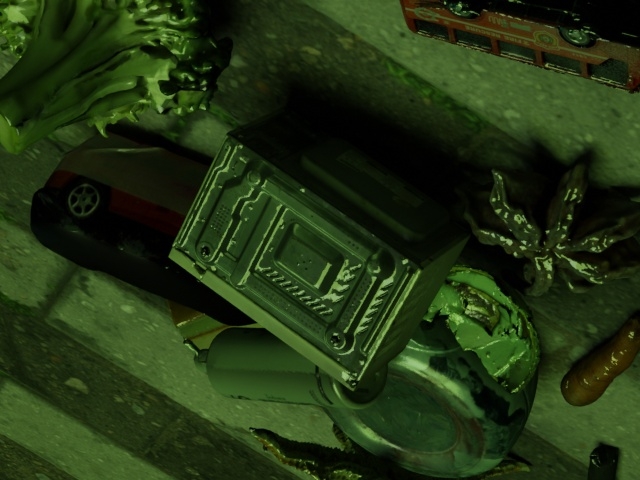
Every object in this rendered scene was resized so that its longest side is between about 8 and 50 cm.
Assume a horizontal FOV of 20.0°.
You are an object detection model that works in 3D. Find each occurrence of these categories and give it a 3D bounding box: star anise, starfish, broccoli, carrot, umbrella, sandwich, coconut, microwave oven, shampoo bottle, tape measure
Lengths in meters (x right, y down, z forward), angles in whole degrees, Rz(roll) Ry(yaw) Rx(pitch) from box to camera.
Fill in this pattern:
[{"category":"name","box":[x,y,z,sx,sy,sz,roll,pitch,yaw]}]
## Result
[{"category":"star anise","box":[0.227,-0.001,1.793,0.209,0.089,0.231,16,147,21]},{"category":"starfish","box":[0.101,0.286,2.185,0.358,0.078,0.347,26,-168,22]},{"category":"broccoli","box":[-0.219,-0.184,1.718,0.247,0.243,0.263,24,148,34]},{"category":"carrot","box":[0.311,0.133,1.980,0.047,0.047,0.191,29,150,-1]},{"category":"umbrella","box":[0.344,0.291,2.214,0.036,0.031,0.133,20,151,16]},{"category":"sandwich","box":[-0.095,0.060,2.236,0.187,0.144,0.117,-20,136,7]},{"category":"coconut","box":[0.172,0.083,1.890,0.158,0.055,0.133,49,132,6]},{"category":"microwave oven","box":[0.000,0.000,1.831,0.240,0.145,0.194,35,121,14]},{"category":"shampoo bottle","box":[-0.045,0.137,1.996,0.262,0.085,0.085,-1,140,46]},{"category":"tape measure","box":[0.113,0.142,2.060,0.256,0.147,0.275,-15,126,48]}]

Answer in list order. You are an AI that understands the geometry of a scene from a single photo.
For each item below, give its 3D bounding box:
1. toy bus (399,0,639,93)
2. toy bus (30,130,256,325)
[{"category":"toy bus","box":[0.184,-0.192,1.556,0.235,0.073,0.096,18,158,18]},{"category":"toy bus","box":[-0.166,-0.015,2.039,0.303,0.147,0.127,22,153,12]}]
